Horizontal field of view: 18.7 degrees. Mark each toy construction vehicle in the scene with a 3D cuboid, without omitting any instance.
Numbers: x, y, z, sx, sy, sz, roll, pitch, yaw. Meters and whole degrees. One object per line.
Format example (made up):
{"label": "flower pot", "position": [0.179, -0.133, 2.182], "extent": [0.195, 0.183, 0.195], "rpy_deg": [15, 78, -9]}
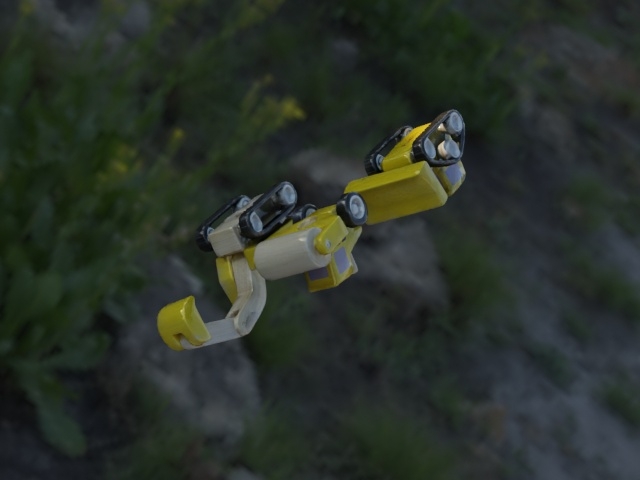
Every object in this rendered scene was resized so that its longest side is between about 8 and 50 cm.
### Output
{"label": "toy construction vehicle", "position": [0.000, 0.000, 0.635], "extent": [0.035, 0.086, 0.098], "rpy_deg": [64, 34, -14]}
